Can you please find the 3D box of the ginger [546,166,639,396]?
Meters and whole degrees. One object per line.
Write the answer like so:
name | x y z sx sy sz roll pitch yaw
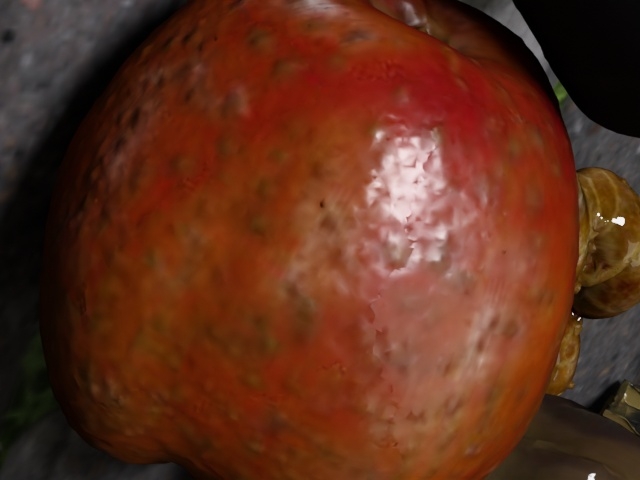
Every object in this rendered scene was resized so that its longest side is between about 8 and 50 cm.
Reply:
ginger | 0.091 0.025 0.772 0.103 0.073 0.162 2 129 -36

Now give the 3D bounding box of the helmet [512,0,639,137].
helmet | 0.137 -0.165 0.521 0.230 0.279 0.160 -32 115 25

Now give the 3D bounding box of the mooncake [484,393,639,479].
mooncake | 0.084 0.200 0.695 0.187 0.324 0.324 -55 152 -24

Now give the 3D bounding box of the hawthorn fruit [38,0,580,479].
hawthorn fruit | 0.000 0.000 0.546 0.189 0.189 0.189 -31 144 -27

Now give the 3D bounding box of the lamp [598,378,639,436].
lamp | 0.144 0.249 0.989 0.325 0.090 0.089 -69 166 15
